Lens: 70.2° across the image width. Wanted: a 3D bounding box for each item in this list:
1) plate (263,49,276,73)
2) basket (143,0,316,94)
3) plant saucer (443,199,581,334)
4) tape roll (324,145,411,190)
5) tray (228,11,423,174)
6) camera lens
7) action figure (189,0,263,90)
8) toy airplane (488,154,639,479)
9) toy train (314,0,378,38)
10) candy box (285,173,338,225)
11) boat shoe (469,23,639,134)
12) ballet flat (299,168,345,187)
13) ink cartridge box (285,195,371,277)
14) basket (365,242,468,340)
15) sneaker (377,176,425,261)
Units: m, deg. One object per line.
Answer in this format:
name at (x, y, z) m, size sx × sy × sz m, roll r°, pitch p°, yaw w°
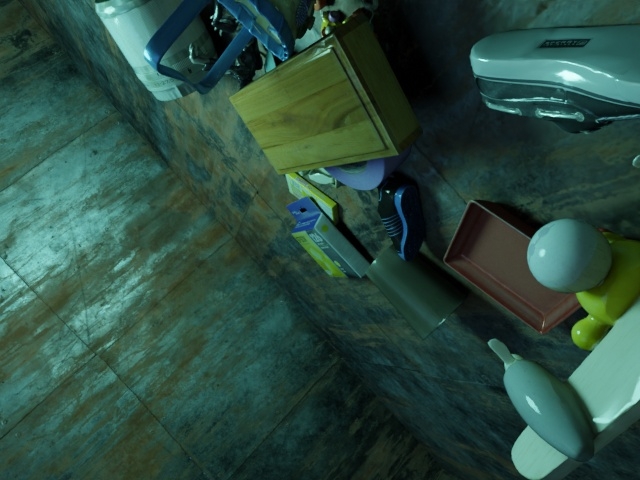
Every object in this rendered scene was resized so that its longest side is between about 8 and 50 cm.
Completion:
plate at (-0.102, -0.339, 1.041) m, size 0.188 × 0.024 × 0.188 m, roll 164°, pitch 90°, yaw -87°
basket at (-0.125, -0.350, 0.679) m, size 0.201 × 0.289 × 0.255 m, roll 45°, pitch -171°, yaw -8°
plant saucer at (0.382, 0.049, 0.892) m, size 0.259 × 0.047 × 0.259 m, roll 39°, pitch 159°, yaw 21°
tape roll at (0.054, -0.239, 0.951) m, size 0.274 × 0.090 × 0.275 m, roll 40°, pitch 159°, yaw 19°
tray at (-0.018, -0.237, 0.851) m, size 0.410 × 0.076 × 0.203 m, roll 4°, pitch 132°, yaw 57°
camera lens at (-0.405, -0.528, 1.153) m, size 0.219 × 0.219 × 0.274 m, roll 28°, pitch 154°, yaw 43°
action figure at (-0.200, -0.441, 0.994) m, size 0.140 × 0.164 × 0.276 m, roll 10°, pitch 144°, yaw 9°
toy airplane at (0.353, 0.076, 0.488) m, size 0.272 × 0.386 × 0.384 m, roll 31°, pitch 158°, yaw 7°
toy train at (0.025, -0.388, 0.783) m, size 0.166 × 0.046 × 0.125 m, roll 35°, pitch 158°, yaw 32°
candy box at (-0.027, -0.135, 1.424) m, size 0.205 × 0.027 × 0.105 m, roll 39°, pitch 163°, yaw 23°
boat shoe at (0.306, -0.173, 0.522) m, size 0.301 × 0.108 × 0.102 m, roll 29°, pitch 154°, yaw 47°
ballet flat at (-0.015, -0.197, 1.195) m, size 0.248 × 0.086 × 0.086 m, roll 31°, pitch 155°, yaw 40°
ink cartridge box at (0.000, 0.000, 1.539) m, size 0.307 × 0.072 × 0.303 m, roll 45°, pitch 167°, yaw -10°
basket at (0.241, 0.122, 1.190) m, size 0.227 × 0.154 × 0.204 m, roll 46°, pitch 162°, yaw 15°
sneaker at (0.184, -0.053, 1.072) m, size 0.090 × 0.081 × 0.233 m, roll 34°, pitch 150°, yaw 40°
